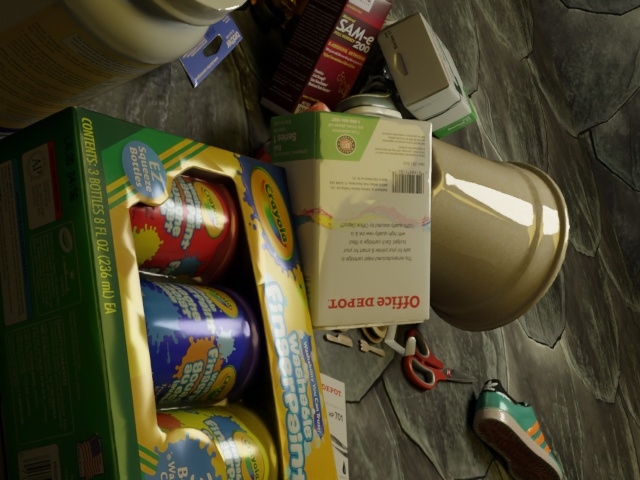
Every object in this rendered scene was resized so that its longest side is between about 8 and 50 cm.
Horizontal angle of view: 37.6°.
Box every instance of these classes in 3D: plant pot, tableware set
[{"bbox_3d":[0.211,-0.039,1.663,0.305,0.334,0.334,24,53,-38],"label":"plant pot"},{"bbox_3d":[0.069,0.116,1.572,0.194,0.039,0.128,25,54,-52],"label":"tableware set"}]

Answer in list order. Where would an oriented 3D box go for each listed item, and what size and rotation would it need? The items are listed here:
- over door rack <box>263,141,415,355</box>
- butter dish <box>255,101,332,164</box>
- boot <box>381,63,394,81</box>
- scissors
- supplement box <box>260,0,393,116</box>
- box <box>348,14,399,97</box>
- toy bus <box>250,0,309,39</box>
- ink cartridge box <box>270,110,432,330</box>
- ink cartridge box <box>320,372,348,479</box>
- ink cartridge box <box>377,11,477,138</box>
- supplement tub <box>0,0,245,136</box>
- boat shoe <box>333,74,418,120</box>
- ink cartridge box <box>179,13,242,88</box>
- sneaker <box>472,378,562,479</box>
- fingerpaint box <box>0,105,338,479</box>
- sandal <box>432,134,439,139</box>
[{"bbox_3d":[0.019,0.015,1.396,0.239,0.108,0.324,-2,92,-34],"label":"over door rack"},{"bbox_3d":[-0.037,-0.124,1.456,0.160,0.118,0.160,-47,129,-7],"label":"butter dish"},{"bbox_3d":[0.143,-0.339,1.858,0.246,0.094,0.207,-13,88,-44],"label":"boot"},{"bbox_3d":[0.234,0.262,1.797,0.297,0.021,0.109,40,40,-45],"label":"scissors"},{"bbox_3d":[0.011,-0.304,1.522,0.130,0.073,0.239,6,114,-58],"label":"supplement box"},{"bbox_3d":[0.070,-0.298,1.661,0.036,0.207,0.114,32,23,19],"label":"box"},{"bbox_3d":[-0.031,-0.463,1.628,0.220,0.149,0.211,23,42,-50],"label":"toy bus"},{"bbox_3d":[0.041,-0.027,1.272,0.201,0.117,0.278,0,91,-36],"label":"ink cartridge box"},{"bbox_3d":[-0.031,0.275,1.277,0.139,0.082,0.191,31,51,-49],"label":"ink cartridge box"},{"bbox_3d":[0.188,-0.284,1.640,0.208,0.087,0.153,20,48,-67],"label":"ink cartridge box"},{"bbox_3d":[-0.256,-0.261,0.931,0.241,0.331,0.241,35,46,-47],"label":"supplement tub"},{"bbox_3d":[0.091,-0.231,1.624,0.319,0.116,0.099,-7,80,-67],"label":"boat shoe"},{"bbox_3d":[-0.237,-0.371,1.296,0.311,0.065,0.186,57,33,-21],"label":"ink cartridge box"},{"bbox_3d":[0.418,0.401,1.936,0.302,0.108,0.121,50,41,-32],"label":"sneaker"},{"bbox_3d":[-0.165,0.114,1.053,0.371,0.163,0.445,12,65,-57],"label":"fingerpaint box"},{"bbox_3d":[0.222,-0.209,1.982,0.219,0.060,0.090,65,30,-13],"label":"sandal"}]
